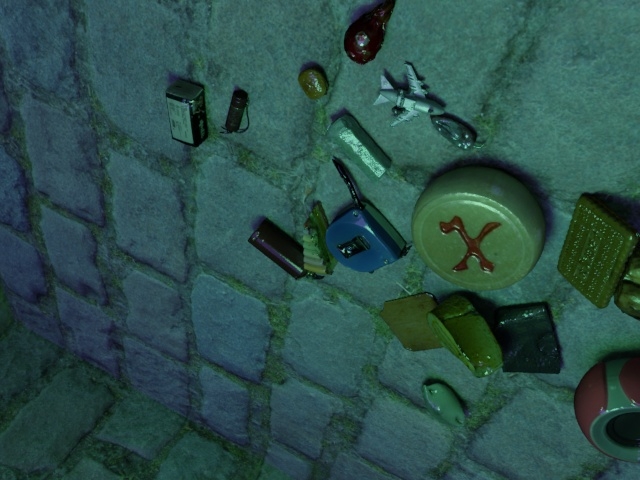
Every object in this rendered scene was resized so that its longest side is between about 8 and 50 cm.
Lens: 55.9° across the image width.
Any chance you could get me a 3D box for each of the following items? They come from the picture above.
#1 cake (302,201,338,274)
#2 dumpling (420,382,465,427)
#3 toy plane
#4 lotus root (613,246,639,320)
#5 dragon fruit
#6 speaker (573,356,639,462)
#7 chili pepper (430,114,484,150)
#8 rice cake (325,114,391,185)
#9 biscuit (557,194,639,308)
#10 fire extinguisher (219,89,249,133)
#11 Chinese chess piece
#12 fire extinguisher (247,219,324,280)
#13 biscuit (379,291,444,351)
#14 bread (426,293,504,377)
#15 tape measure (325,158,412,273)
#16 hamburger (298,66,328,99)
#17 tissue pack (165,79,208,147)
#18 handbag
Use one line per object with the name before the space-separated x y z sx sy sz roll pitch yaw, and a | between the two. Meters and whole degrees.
cake | -0.018 -0.001 1.869 0.090 0.109 0.226 4 130 31
dumpling | 0.410 0.575 2.117 0.217 0.105 0.149 48 136 -14
toy plane | 0.215 -0.335 1.452 0.171 0.065 0.162 26 126 18
lotus root | 0.830 0.121 1.383 0.290 0.193 0.193 12 133 23
dragon fruit | 0.111 -0.482 1.369 0.094 0.094 0.191 34 133 1
speaker | 0.840 0.448 1.605 0.294 0.294 0.294 18 135 19
chili pepper | 0.325 -0.263 1.462 0.153 0.041 0.050 36 96 0
rice cake | 0.106 -0.245 1.602 0.206 0.063 0.069 44 132 -11
biscuit | 0.654 0.029 1.448 0.172 0.029 0.255 -125 25 -44
fire extinguisher | -0.239 -0.358 1.740 0.078 0.045 0.157 15 138 -11
Chinese chess piece | 0.401 -0.029 1.550 0.337 0.141 0.338 17 135 18
fire extinguisher | -0.107 0.049 1.979 0.269 0.105 0.105 39 138 -3
biscuit | 0.320 0.273 1.970 0.236 0.013 0.232 -19 116 41
bread | 0.430 0.285 1.762 0.257 0.124 0.186 51 171 36
tape measure | 0.081 -0.055 1.771 0.351 0.098 0.215 49 135 -12
hamburger | -0.018 -0.404 1.553 0.076 0.044 0.083 -17 115 40
tissue pack | -0.394 -0.375 1.788 0.103 0.090 0.170 21 138 16
handbag | 0.602 0.294 1.767 0.175 0.089 0.271 -6 124 27
